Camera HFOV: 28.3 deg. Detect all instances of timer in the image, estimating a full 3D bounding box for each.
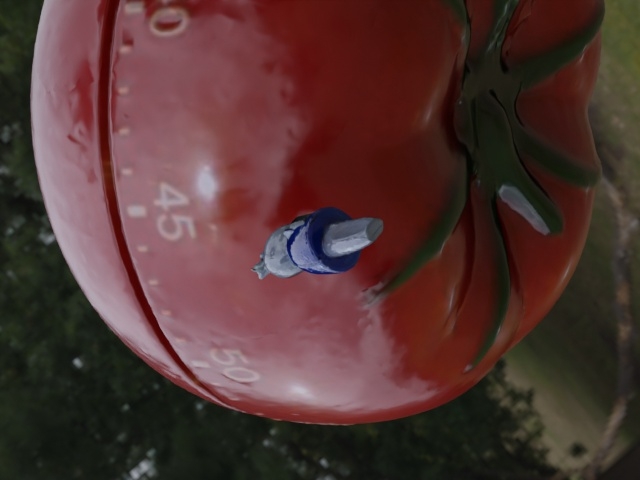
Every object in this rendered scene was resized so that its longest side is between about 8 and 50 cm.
[{"bbox_3d":[0.002,-0.080,0.765,0.279,0.378,0.378,6,153,31],"label":"timer"}]

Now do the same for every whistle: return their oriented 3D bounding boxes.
[{"bbox_3d":[0.000,0.000,0.545,0.029,0.033,0.083,49,150,-19],"label":"whistle"}]
